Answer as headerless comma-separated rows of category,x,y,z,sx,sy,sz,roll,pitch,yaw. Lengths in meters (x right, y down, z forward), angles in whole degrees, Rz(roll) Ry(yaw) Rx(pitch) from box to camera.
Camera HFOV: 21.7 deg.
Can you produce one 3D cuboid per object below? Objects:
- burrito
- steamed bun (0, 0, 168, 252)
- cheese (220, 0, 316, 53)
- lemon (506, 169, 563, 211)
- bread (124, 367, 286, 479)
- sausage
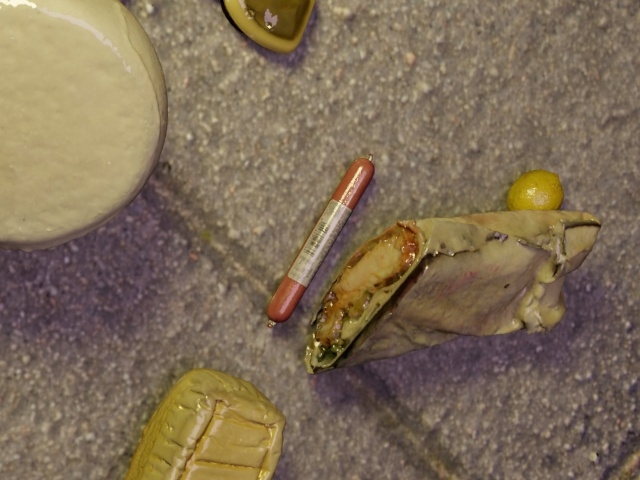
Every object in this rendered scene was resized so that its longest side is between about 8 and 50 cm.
burrito,0.147,0.043,1.874,0.347,0.107,0.175,-10,120,-21
steamed bun,-0.286,-0.135,1.584,0.283,0.177,0.283,-3,116,-6
cheese,-0.083,-0.262,1.748,0.162,0.036,0.086,24,88,-28
lemon,0.247,-0.047,1.938,0.083,0.062,0.062,-46,116,-9
bread,-0.133,0.256,1.784,0.140,0.106,0.236,23,90,-29
sausage,0.000,0.000,1.843,0.029,0.029,0.223,33,84,-27
